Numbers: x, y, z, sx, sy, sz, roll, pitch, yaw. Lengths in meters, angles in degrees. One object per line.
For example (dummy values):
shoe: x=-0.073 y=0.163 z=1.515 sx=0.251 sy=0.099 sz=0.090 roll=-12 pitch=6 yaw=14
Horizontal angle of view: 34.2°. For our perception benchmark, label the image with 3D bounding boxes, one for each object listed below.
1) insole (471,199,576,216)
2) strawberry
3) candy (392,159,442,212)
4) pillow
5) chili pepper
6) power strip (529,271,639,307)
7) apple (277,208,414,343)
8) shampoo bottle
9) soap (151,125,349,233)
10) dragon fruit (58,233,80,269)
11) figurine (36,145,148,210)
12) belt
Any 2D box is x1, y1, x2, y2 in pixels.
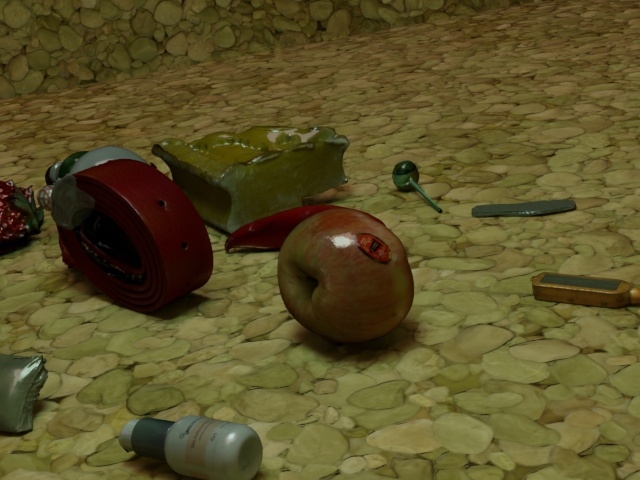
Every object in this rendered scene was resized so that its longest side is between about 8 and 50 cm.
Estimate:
insole: x=0.377 y=-0.059 z=1.933 sx=0.192 sy=0.010 sz=0.063 roll=-3 pitch=21 yaw=14
strawberry: x=-0.741 y=-0.048 z=2.159 sx=0.306 sy=0.138 sz=0.233 roll=-9 pitch=22 yaw=-5
candy: x=0.197 y=-0.102 z=2.068 sx=0.061 sy=0.061 sz=0.202 roll=-14 pitch=30 yaw=-14
pillow: x=-0.483 y=0.208 z=1.467 sx=0.208 sy=0.053 sz=0.119 roll=3 pitch=54 yaw=18
chili pepper: x=0.000 y=-0.004 z=1.861 sx=0.368 sy=0.092 sz=0.137 roll=2 pitch=41 yaw=42
power strip: x=0.401 y=0.075 z=1.554 sx=0.178 sy=0.028 sz=0.049 roll=5 pitch=24 yaw=31
apple: x=0.040 y=0.051 z=1.520 sx=0.164 sy=0.209 sz=0.209 roll=-17 pitch=22 yaw=-34
shampoo bottle: x=-0.163 y=0.247 z=1.262 sx=0.192 sy=0.074 sz=0.074 roll=5 pitch=25 yaw=32
soap: x=-0.148 y=-0.159 z=2.175 sx=0.304 sy=0.169 sz=0.338 roll=-19 pitch=25 yaw=-27
dragon fruit: x=-0.441 y=0.021 z=1.934 sx=0.111 sy=0.153 sz=0.153 roll=-46 pitch=10 yaw=21
figurine: x=-0.472 y=-0.121 z=2.211 sx=0.281 sy=0.167 sz=0.370 roll=-5 pitch=11 yaw=-34
belt: x=-0.327 y=-0.020 z=1.768 sx=0.324 sy=0.227 sz=0.115 roll=33 pitch=39 yaw=29
